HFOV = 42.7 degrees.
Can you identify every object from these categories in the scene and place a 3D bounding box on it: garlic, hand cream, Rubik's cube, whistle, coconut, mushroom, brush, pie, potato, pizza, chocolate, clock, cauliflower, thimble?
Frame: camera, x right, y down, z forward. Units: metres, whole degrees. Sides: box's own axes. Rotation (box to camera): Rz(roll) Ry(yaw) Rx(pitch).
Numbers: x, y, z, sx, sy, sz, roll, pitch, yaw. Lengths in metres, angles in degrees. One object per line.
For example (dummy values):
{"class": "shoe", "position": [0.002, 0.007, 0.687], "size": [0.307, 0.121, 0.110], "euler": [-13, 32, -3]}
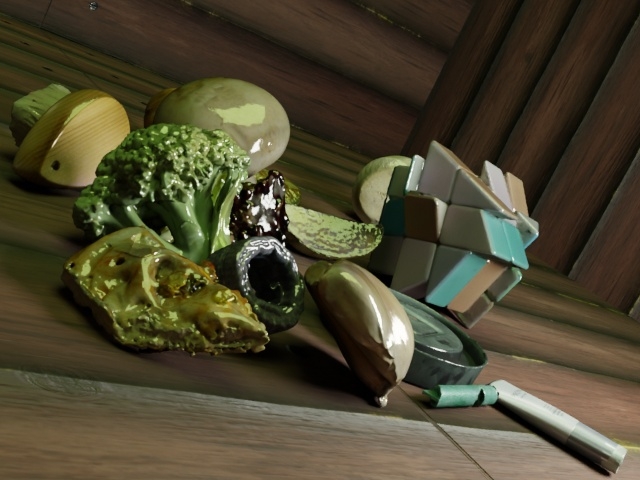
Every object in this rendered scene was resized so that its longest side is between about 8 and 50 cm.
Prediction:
{"class": "garlic", "position": [0.066, 0.122, 1.224], "size": [0.228, 0.110, 0.217], "euler": [63, -11, -11]}
{"class": "hand cream", "position": [0.404, 0.316, 1.424], "size": [0.255, 0.048, 0.079], "euler": [30, 15, 23]}
{"class": "Rubik's cube", "position": [0.304, -0.006, 1.882], "size": [0.368, 0.387, 0.358], "euler": [12, -3, 40]}
{"class": "whistle", "position": [0.233, 0.256, 1.354], "size": [0.186, 0.039, 0.039], "euler": [12, 18, -48]}
{"class": "coconut", "position": [0.225, -0.143, 2.531], "size": [0.237, 0.237, 0.266], "euler": [29, 19, 14]}
{"class": "mushroom", "position": [-0.219, -0.198, 1.779], "size": [0.292, 0.290, 0.292], "euler": [5, 42, -4]}
{"class": "brush", "position": [-0.488, -0.184, 1.499], "size": [0.166, 0.174, 0.266], "euler": [12, 30, 20]}
{"class": "pie", "position": [-0.144, -0.127, 2.071], "size": [0.179, 0.084, 0.205], "euler": [12, 24, -38]}
{"class": "potato", "position": [0.001, 0.001, 1.852], "size": [0.261, 0.120, 0.100], "euler": [15, -28, -16]}
{"class": "pizza", "position": [-0.201, 0.071, 1.069], "size": [0.297, 0.071, 0.189], "euler": [33, 36, 28]}
{"class": "chocolate", "position": [-0.145, -0.072, 1.640], "size": [0.206, 0.177, 0.224], "euler": [24, 11, -9]}
{"class": "clock", "position": [0.149, 0.168, 1.489], "size": [0.319, 0.066, 0.319], "euler": [24, 12, -5]}
{"class": "cauliflower", "position": [-0.243, -0.049, 1.331], "size": [0.327, 0.281, 0.260], "euler": [-13, 10, -31]}
{"class": "thimble", "position": [-0.100, 0.071, 1.195], "size": [0.098, 0.150, 0.150], "euler": [-20, -20, 36]}

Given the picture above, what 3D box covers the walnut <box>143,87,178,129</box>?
{"class": "walnut", "position": [-0.352, -0.298, 2.126], "size": [0.222, 0.195, 0.195], "euler": [19, 14, -29]}
